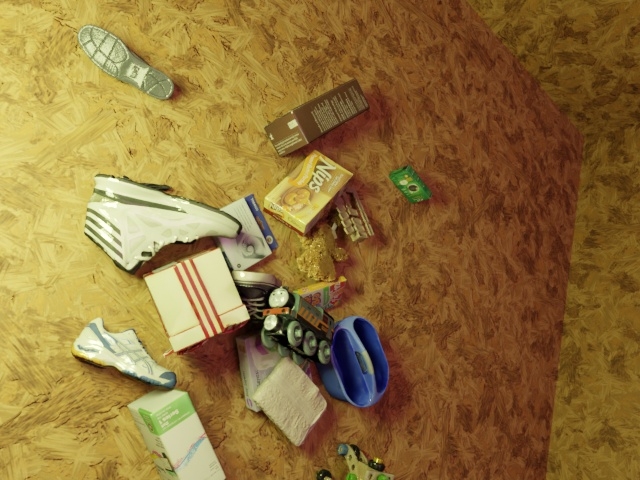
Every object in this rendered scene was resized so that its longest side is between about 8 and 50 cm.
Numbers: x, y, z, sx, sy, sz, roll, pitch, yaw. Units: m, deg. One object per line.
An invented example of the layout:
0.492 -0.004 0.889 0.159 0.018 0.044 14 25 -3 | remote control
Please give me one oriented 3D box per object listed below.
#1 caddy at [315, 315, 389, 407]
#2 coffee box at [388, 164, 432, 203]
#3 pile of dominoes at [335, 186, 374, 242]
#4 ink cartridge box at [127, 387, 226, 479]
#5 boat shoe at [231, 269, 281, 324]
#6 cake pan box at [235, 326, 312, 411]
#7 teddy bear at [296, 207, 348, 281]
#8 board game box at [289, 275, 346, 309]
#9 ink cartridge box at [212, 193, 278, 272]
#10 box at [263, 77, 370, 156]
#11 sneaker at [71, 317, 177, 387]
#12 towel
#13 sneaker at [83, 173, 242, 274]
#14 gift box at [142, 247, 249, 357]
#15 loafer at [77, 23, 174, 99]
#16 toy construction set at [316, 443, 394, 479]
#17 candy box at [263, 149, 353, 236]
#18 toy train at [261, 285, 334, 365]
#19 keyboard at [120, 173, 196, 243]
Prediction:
0.125 0.448 1.843 0.241 0.179 0.341 -26 98 -38 | caddy
0.403 -0.249 2.217 0.184 0.113 0.040 44 56 -22 | coffee box
0.110 -0.112 1.965 0.196 0.040 0.251 9 54 -50 | pile of dominoes
-0.407 0.567 1.397 0.117 0.201 0.278 -27 99 -38 | ink cartridge box
-0.202 0.188 1.577 0.340 0.127 0.158 44 53 -74 | boat shoe
-0.153 0.418 1.687 0.246 0.070 0.266 -12 99 -37 | cake pan box
0.000 0.000 1.883 0.245 0.113 0.337 13 67 -43 | teddy bear
-0.021 0.213 1.819 0.260 0.039 0.124 -11 131 -36 | board game box
-0.260 -0.027 1.710 0.224 0.045 0.223 -34 103 -37 | ink cartridge box
-0.007 -0.470 1.888 0.381 0.191 0.143 -35 104 -35 | box
-0.526 0.314 1.385 0.297 0.112 0.130 29 58 -17 | sneaker
-0.095 0.542 1.665 0.187 0.049 0.282 -50 120 -28 | towel
-0.469 -0.012 1.475 0.448 0.169 0.257 17 87 -28 | sneaker
-0.366 0.181 1.429 0.255 0.276 0.258 -23 98 -15 | gift box
-0.596 -0.538 1.527 0.303 0.095 0.109 33 94 -24 | loafer
0.167 0.897 1.761 0.308 0.237 0.257 51 56 -20 | toy construction set
-0.042 -0.179 1.827 0.183 0.087 0.316 35 56 11 | candy box
-0.067 0.281 1.598 0.334 0.142 0.190 44 43 -46 | toy train
-0.530 -0.092 1.524 0.317 0.033 0.201 4 87 -38 | keyboard
